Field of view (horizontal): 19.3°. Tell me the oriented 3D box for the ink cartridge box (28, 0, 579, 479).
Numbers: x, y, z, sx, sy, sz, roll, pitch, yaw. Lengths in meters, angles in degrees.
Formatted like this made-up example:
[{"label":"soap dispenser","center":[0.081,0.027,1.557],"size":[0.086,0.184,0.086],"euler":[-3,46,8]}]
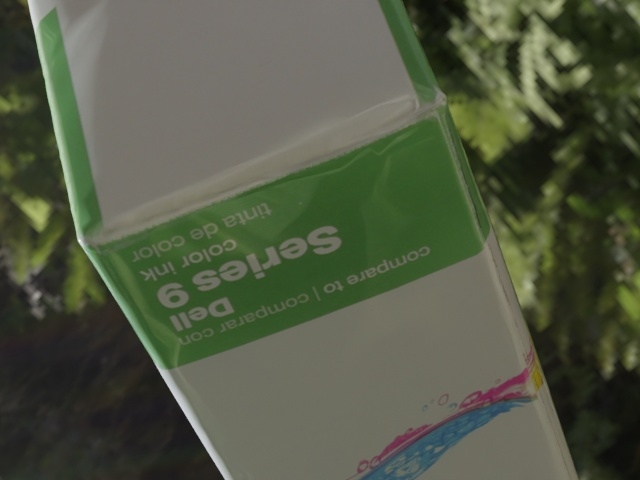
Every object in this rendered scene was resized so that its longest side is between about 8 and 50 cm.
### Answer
[{"label":"ink cartridge box","center":[0.000,0.000,0.526],"size":[0.212,0.093,0.154],"euler":[63,-174,-47]}]
